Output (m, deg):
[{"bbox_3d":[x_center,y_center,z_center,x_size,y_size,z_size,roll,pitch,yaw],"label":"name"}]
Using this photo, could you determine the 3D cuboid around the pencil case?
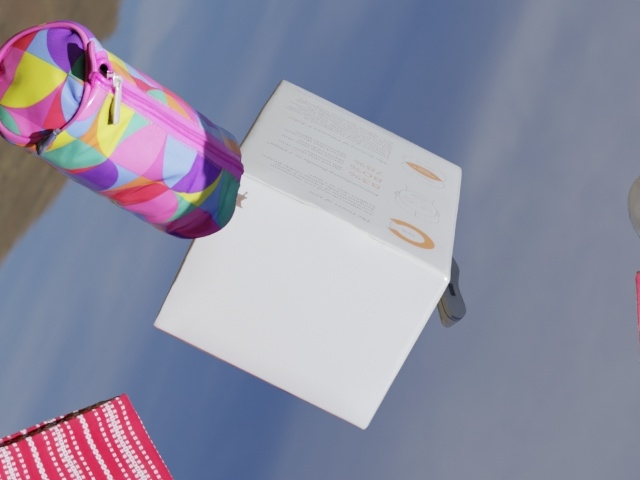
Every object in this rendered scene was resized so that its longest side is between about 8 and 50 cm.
[{"bbox_3d":[-0.143,-0.077,1.242,0.104,0.236,0.104,-8,-110,24],"label":"pencil case"}]

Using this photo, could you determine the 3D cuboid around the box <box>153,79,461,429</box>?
[{"bbox_3d":[0.000,0.000,1.609,0.168,0.215,0.345,-63,-178,19],"label":"box"}]

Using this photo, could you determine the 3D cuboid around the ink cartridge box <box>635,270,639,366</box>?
[{"bbox_3d":[0.441,0.077,1.655,0.172,0.237,0.100,18,69,-69],"label":"ink cartridge box"}]

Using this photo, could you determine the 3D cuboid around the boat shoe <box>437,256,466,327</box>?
[{"bbox_3d":[0.146,0.058,1.994,0.035,0.035,0.100,-51,-140,42],"label":"boat shoe"}]

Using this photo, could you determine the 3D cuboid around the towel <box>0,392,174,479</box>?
[{"bbox_3d":[-0.221,0.249,1.433,0.275,0.199,0.031,-19,164,-46],"label":"towel"}]

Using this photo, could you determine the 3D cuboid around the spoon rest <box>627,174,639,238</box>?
[{"bbox_3d":[0.434,-0.037,1.681,0.276,0.137,0.084,-11,-150,39],"label":"spoon rest"}]
